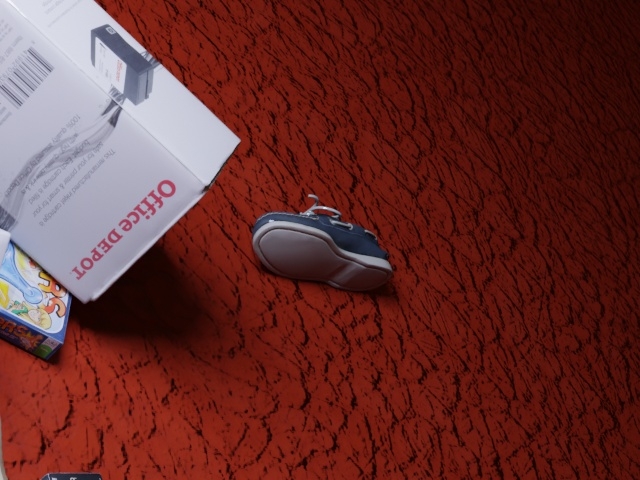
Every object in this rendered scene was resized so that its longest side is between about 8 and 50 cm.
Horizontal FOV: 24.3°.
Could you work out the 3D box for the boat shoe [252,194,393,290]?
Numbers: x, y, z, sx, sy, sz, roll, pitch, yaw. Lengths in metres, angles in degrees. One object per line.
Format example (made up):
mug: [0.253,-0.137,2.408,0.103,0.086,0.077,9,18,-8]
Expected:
boat shoe: [0.000,0.000,1.962,0.255,0.095,0.079,15,47,-43]

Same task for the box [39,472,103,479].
box: [-0.237,0.270,1.469,0.067,0.018,0.083,10,49,-45]

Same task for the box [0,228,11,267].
box: [-0.397,0.005,1.404,0.130,0.091,0.170,17,2,-40]

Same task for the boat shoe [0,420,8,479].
boat shoe: [-0.349,0.198,1.333,0.098,0.109,0.302,2,61,-51]

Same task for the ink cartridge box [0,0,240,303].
ink cartridge box: [-0.275,-0.120,1.570,0.307,0.223,0.129,43,31,-9]

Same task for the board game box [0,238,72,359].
board game box: [-0.329,0.018,1.604,0.136,0.035,0.201,31,36,-26]
